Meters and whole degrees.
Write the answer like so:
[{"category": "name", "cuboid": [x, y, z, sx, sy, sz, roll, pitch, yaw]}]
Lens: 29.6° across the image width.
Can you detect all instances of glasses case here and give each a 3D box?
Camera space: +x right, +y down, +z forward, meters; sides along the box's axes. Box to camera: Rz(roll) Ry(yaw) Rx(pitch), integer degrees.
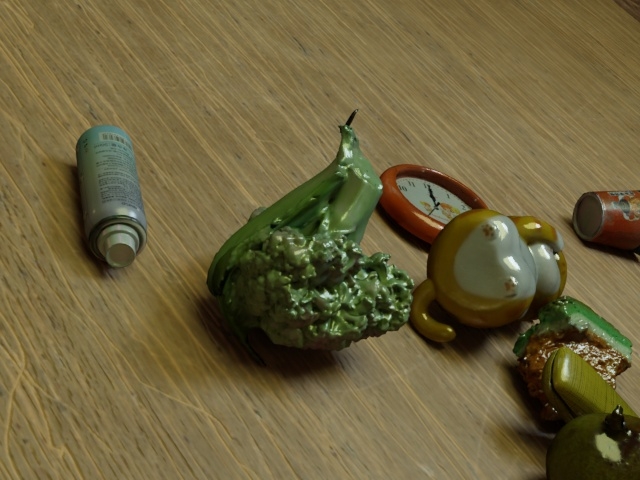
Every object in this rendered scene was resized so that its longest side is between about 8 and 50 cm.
[{"category": "glasses case", "cuboid": [0.360, 0.229, 1.542, 0.234, 0.064, 0.079, 44, 46, -24]}]

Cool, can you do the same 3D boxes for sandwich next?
[{"category": "sandwich", "cuboid": [0.361, 0.175, 1.645, 0.185, 0.109, 0.160, 23, 35, -33]}]

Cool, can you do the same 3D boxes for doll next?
[{"category": "doll", "cuboid": [0.252, 0.043, 1.694, 0.270, 0.162, 0.166, -1, 75, -51]}]

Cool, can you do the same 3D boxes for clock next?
[{"category": "clock", "cuboid": [0.181, -0.049, 1.899, 0.205, 0.051, 0.205, 21, 30, -13]}]

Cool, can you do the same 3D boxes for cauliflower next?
[{"category": "cauliflower", "cuboid": [0.000, 0.000, 1.423, 0.239, 0.315, 0.256, 30, 6, 23]}]

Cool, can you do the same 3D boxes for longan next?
[{"category": "longan", "cuboid": [0.348, 0.265, 1.429, 0.155, 0.176, 0.145, -13, 38, -20]}]

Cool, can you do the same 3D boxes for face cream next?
[{"category": "face cream", "cuboid": [-0.255, -0.051, 1.474, 0.075, 0.075, 0.229, 15, 31, -25]}]

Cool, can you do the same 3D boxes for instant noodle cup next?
[{"category": "instant noodle cup", "cuboid": [0.529, -0.039, 2.150, 0.136, 0.127, 0.127, 5, 36, -25]}]
